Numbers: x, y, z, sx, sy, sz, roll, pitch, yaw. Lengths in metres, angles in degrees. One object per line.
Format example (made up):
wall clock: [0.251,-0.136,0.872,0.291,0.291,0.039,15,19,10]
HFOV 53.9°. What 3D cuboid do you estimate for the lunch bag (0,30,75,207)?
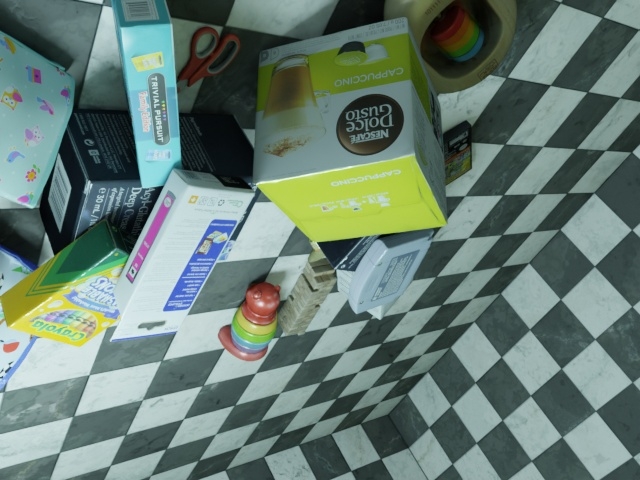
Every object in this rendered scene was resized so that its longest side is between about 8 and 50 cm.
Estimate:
lunch bag: [-0.560,-0.220,1.074,0.223,0.160,0.263,30,80,-57]

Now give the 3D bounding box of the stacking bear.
stacking bear: [-0.215,0.254,2.106,0.175,0.164,0.289,-10,138,-34]

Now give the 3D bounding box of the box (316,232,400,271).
box: [0.106,-0.063,1.802,0.294,0.296,0.183,10,128,-50]

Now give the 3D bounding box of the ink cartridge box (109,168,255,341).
ink cartridge box: [-0.283,0.035,1.238,0.175,0.069,0.371,2,123,-54]

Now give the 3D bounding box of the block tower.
block tower: [-0.054,0.211,2.250,0.097,0.091,0.336,-8,141,-35]

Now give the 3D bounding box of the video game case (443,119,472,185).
video game case: [0.375,-0.241,2.065,0.274,0.035,0.248,-32,150,-4]

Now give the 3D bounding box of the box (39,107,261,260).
box: [-0.365,-0.104,1.370,0.395,0.212,0.294,-7,143,-38]

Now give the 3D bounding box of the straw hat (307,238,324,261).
straw hat: [0.000,0.000,2.021,0.144,0.144,0.061,-36,108,4]

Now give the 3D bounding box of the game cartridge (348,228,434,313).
game cartridge: [0.184,0.084,1.745,0.198,0.062,0.297,-11,144,-27]

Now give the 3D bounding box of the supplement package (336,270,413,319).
supplement package: [0.189,0.093,2.154,0.199,0.198,0.263,-47,156,-23]

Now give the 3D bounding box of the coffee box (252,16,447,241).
coffee box: [0.078,-0.221,1.397,0.337,0.335,0.338,-8,156,19]

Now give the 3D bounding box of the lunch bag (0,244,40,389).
lunch bag: [-0.791,0.167,1.331,0.386,0.238,0.328,-53,151,-12]

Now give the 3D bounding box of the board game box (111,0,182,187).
board game box: [-0.305,-0.301,1.101,0.079,0.254,0.336,-10,144,-16]

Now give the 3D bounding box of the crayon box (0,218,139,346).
crayon box: [-0.487,0.110,1.286,0.322,0.083,0.203,-34,152,8]

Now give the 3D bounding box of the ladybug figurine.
ladybug figurine: [0.294,-0.509,1.474,0.305,0.162,0.449,-43,148,17]

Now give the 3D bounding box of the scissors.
scissors: [-0.285,-0.325,1.326,0.297,0.021,0.109,-47,147,20]
